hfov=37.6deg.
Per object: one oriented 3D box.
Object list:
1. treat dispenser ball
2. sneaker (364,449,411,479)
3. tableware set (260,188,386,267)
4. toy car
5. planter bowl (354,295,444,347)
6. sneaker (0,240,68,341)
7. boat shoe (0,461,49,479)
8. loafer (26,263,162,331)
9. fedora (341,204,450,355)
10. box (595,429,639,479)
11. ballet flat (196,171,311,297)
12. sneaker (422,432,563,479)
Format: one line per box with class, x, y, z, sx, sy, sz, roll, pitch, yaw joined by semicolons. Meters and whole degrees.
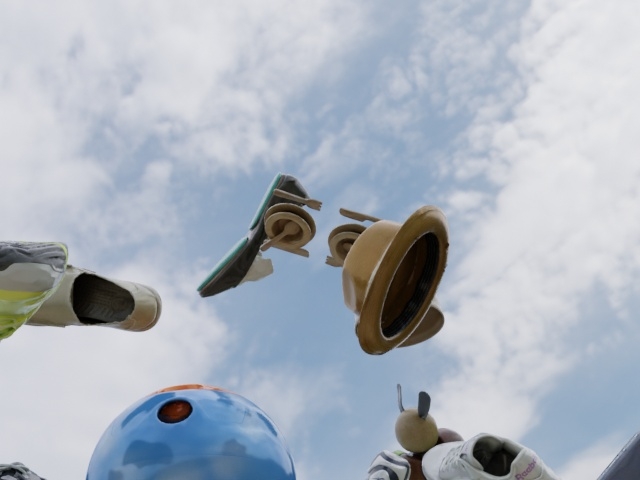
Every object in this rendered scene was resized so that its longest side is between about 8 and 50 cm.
treat dispenser ball;-0.174;0.340;1.279;0.288;0.288;0.288;-13;-41;-12
sneaker;0.089;0.500;1.658;0.153;0.094;0.235;-41;-29;-48
tableware set;0.000;0.000;1.490;0.194;0.039;0.128;16;-46;3
toy car;0.199;0.362;1.795;0.149;0.155;0.188;-24;-76;-31
planter bowl;0.137;0.109;1.702;0.162;0.109;0.162;-3;-35;-2
sneaker;-0.386;0.084;1.043;0.145;0.147;0.384;4;-14;-38
boat shoe;-0.493;0.394;1.484;0.114;0.091;0.302;14;-22;-4
loafer;-0.374;0.081;1.406;0.268;0.102;0.092;4;-12;0
fedora;0.080;0.039;1.128;0.194;0.079;0.194;-36;-41;-39
box;0.366;0.382;0.709;0.212;0.395;0.293;-45;-48;-9
ballet flat;-0.109;0.006;1.703;0.096;0.095;0.280;36;-99;-9
sneaker;0.257;0.348;1.489;0.114;0.305;0.152;-48;-68;-25
